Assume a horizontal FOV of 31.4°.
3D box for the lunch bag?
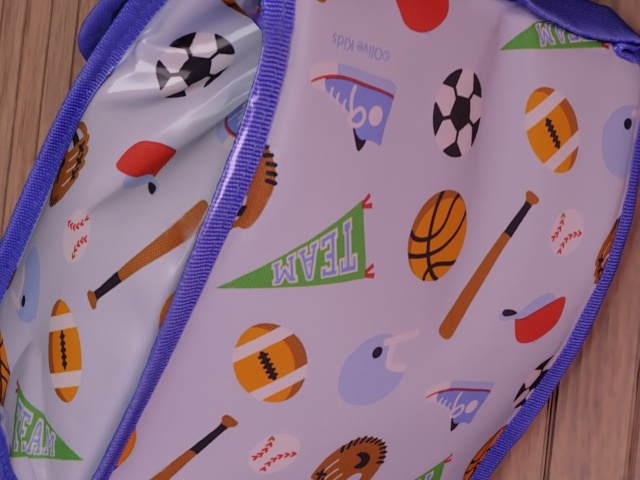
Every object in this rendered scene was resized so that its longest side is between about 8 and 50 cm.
[{"bbox_3d":[0.000,0.000,0.697,0.239,0.327,0.385,52,124,40],"label":"lunch bag"}]
